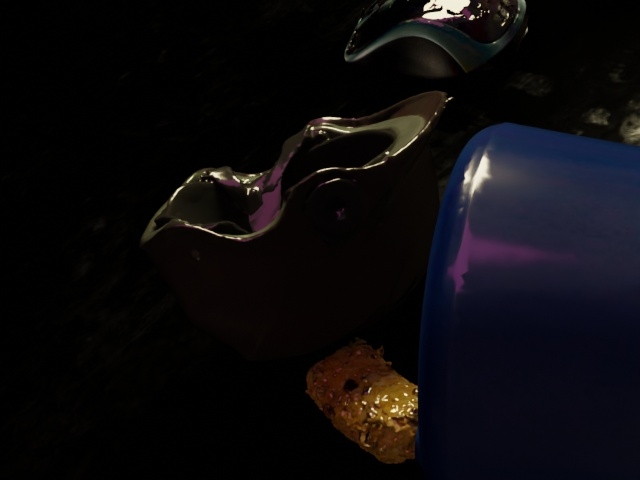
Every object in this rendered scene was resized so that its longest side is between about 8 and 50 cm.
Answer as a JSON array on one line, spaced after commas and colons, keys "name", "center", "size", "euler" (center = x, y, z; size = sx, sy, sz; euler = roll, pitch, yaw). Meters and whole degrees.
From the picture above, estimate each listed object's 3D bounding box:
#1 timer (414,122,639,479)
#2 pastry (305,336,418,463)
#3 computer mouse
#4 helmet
[{"name": "timer", "center": [0.271, 0.071, 0.603], "size": [0.383, 0.270, 0.270], "euler": [5, 50, 20]}, {"name": "pastry", "center": [0.044, 0.134, 0.823], "size": [0.080, 0.056, 0.140], "euler": [-32, 30, -9]}, {"name": "computer mouse", "center": [0.123, -0.249, 1.149], "size": [0.233, 0.096, 0.137], "euler": [2, 50, 37]}, {"name": "helmet", "center": [0.000, 0.000, 0.894], "size": [0.305, 0.177, 0.225], "euler": [-19, 15, 10]}]
